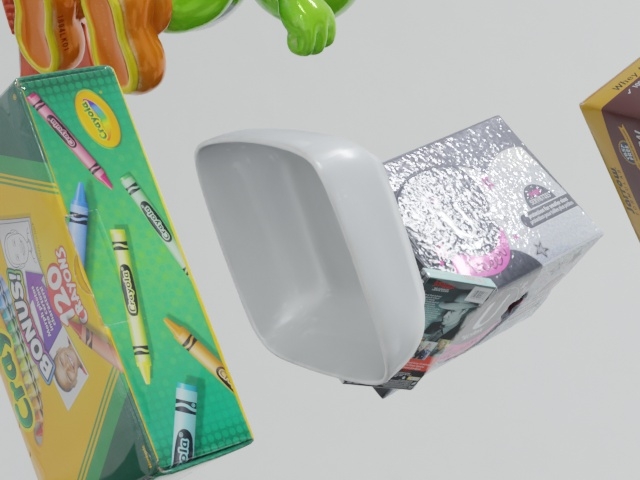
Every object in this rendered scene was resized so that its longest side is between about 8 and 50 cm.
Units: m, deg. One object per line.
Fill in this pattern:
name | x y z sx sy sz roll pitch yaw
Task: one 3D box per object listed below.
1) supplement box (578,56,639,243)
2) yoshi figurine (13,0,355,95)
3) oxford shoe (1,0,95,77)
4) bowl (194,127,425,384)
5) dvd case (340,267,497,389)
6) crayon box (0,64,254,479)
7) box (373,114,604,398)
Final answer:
supplement box | 0.302 -0.068 1.125 0.191 0.129 0.194 -38 29 -17
yoshi figurine | -0.072 -0.219 1.584 0.362 0.203 0.203 -35 -5 -35
oxford shoe | -0.246 -0.160 1.811 0.097 0.271 0.098 -2 16 3
bowl | 0.000 0.000 1.015 0.053 0.142 0.142 -30 21 -28
dvd case | 0.077 0.072 1.487 0.087 0.013 0.119 9 -52 -46
crayon box | -0.162 0.041 1.285 0.081 0.278 0.165 -15 -12 -36
box | 0.114 0.010 1.709 0.247 0.163 0.142 -24 -22 -48
